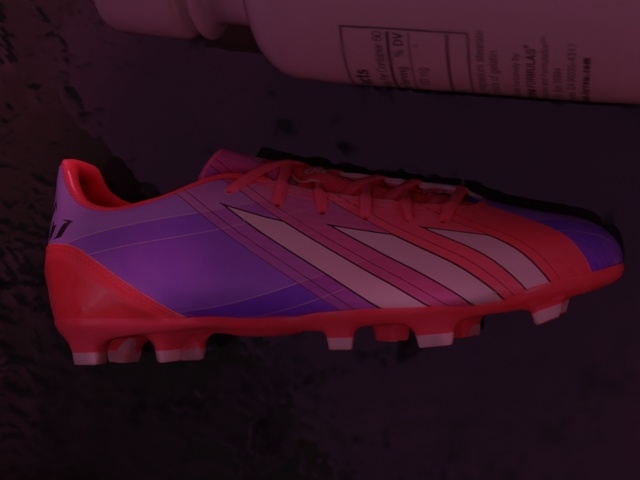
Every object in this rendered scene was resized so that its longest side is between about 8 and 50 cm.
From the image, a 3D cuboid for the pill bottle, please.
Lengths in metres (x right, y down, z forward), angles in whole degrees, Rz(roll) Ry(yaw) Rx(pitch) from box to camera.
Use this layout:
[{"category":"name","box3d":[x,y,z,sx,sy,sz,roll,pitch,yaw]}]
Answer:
[{"category":"pill bottle","box3d":[0.031,-0.125,0.617,0.229,0.131,0.131,5,95,10]}]

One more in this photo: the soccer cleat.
[{"category":"soccer cleat","box3d":[0.000,0.000,0.662,0.248,0.083,0.095,-6,88,14]}]
